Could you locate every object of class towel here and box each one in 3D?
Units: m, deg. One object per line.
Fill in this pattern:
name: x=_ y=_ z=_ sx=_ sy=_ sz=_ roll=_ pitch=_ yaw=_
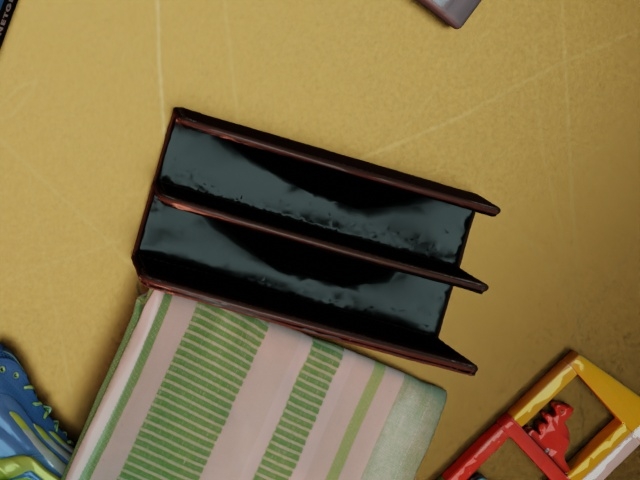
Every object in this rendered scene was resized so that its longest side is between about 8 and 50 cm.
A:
towel: x=-0.060 y=0.198 z=1.598 sx=0.325 sy=0.038 sz=0.248 roll=24 pitch=87 yaw=-24

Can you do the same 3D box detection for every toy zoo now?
toy zoo: x=0.237 y=0.243 z=1.693 sx=0.293 sy=0.030 sz=0.192 roll=-44 pitch=100 yaw=-1

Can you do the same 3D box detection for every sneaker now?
sneaker: x=-0.272 y=0.168 z=1.584 sx=0.240 sy=0.091 sz=0.126 roll=21 pitch=87 yaw=-15

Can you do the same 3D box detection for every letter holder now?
letter holder: x=0.000 y=0.000 z=1.537 sx=0.302 sy=0.214 sz=0.152 roll=16 pitch=95 yaw=-9

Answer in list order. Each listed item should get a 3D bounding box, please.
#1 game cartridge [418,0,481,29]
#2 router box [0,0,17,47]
game cartridge: x=0.070 y=-0.359 z=1.585 sx=0.297 sy=0.062 sz=0.198 roll=36 pitch=95 yaw=-10
router box: x=-0.333 y=-0.169 z=1.511 sx=0.046 sy=0.133 sz=0.179 roll=22 pitch=95 yaw=21
